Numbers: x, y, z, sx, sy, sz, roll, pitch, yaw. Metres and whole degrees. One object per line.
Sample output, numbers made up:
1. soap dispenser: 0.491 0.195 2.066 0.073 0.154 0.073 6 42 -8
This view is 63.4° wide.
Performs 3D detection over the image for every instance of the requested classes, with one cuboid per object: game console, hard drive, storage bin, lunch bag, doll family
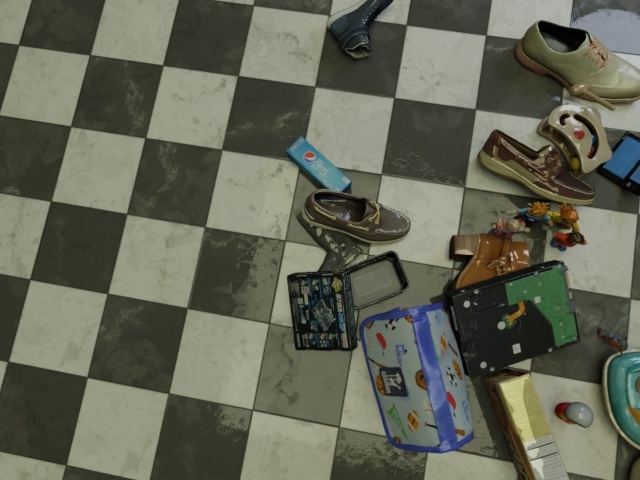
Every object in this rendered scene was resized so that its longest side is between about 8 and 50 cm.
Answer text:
1. game console: 0.889 -0.219 1.468 0.085 0.124 0.143 24 112 -16
2. hard drive: 0.519 0.207 1.397 0.339 0.064 0.236 -16 99 -8
3. storage bin: 0.150 0.115 1.481 0.180 0.084 0.121 -21 80 -1
4. lunch bag: 0.241 0.324 1.289 0.239 0.385 0.327 -13 81 1
5. doll family: 0.615 -0.057 1.441 0.263 0.163 0.118 12 82 5

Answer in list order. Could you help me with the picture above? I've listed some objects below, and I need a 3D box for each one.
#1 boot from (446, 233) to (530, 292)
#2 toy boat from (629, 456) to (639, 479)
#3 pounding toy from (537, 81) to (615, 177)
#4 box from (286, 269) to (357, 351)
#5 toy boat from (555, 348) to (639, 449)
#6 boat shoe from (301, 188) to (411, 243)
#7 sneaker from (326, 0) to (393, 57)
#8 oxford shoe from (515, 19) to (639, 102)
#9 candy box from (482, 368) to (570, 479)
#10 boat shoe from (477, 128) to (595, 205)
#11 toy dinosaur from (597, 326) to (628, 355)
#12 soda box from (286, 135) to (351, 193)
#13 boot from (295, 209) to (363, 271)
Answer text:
1. boot: 0.475 0.121 1.462 0.221 0.109 0.283 5 74 0
2. toy boat: 0.899 0.668 1.332 0.151 0.151 0.230 15 81 -25
3. pounding toy: 0.734 -0.321 1.481 0.154 0.155 0.269 -12 81 -2
4. box: 0.004 0.196 1.440 0.175 0.051 0.220 -5 95 24
5. toy boat: 0.785 0.432 1.352 0.319 0.148 0.267 -11 75 3
6. boat shoe: 0.113 -0.072 1.479 0.325 0.096 0.116 13 67 -9
7. sneaker: 0.152 -0.664 1.602 0.226 0.086 0.163 -28 69 8
8. oxford shoe: 0.777 -0.522 1.517 0.398 0.146 0.140 23 82 7
9. candy box: 0.533 0.502 1.343 0.088 0.183 0.316 -19 80 1
10. boat shoe: 0.626 -0.214 1.469 0.342 0.123 0.123 29 127 13
11. toy dinosaur: 0.795 0.267 1.419 0.090 0.082 0.047 -32 111 -35
12. soda box: -0.004 -0.214 1.551 0.210 0.071 0.067 44 85 9
13. boot: -0.001 0.001 1.514 0.190 0.076 0.208 -39 87 -18
